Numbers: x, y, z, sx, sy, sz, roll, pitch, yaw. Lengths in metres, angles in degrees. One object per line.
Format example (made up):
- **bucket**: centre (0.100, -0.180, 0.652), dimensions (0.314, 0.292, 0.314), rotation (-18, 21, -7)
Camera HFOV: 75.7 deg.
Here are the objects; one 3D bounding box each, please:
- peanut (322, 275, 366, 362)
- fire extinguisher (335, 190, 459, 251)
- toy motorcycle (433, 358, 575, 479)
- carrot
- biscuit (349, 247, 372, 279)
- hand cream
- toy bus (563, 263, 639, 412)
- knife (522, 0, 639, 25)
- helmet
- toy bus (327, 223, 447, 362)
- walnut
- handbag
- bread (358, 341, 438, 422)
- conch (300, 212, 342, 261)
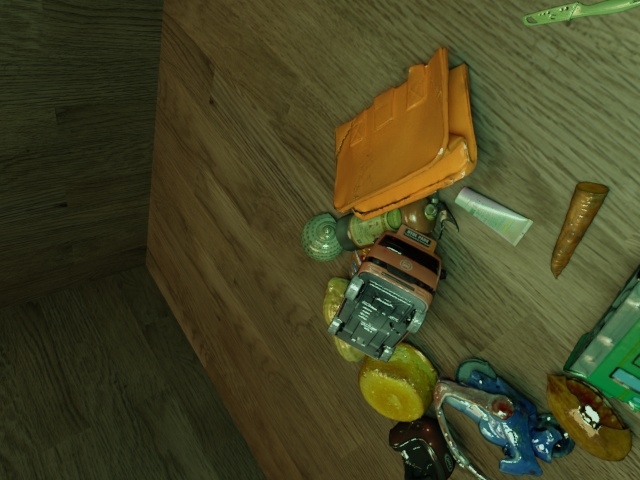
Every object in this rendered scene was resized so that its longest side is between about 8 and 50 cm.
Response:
- **peanut**: centre (0.091, 0.272, 1.420), dimensions (0.147, 0.147, 0.306), rotation (-13, 102, 52)
- **fire extinguisher**: centre (0.199, -0.083, 1.151), dimensions (0.375, 0.113, 0.201), rotation (-12, 96, 46)
- **toy motorcycle**: centre (0.443, 0.476, 1.059), dimensions (0.319, 0.182, 0.241), rotation (37, 104, 35)
- **carrot**: centre (0.524, -0.013, 0.863), dimensions (0.057, 0.057, 0.224), rotation (34, 134, 37)
- **biscuit**: centre (0.166, 0.061, 1.334), dimensions (0.183, 0.043, 0.280), rotation (52, 142, 17)
- **hand cream**: centre (0.408, -0.063, 0.985), dimensions (0.174, 0.047, 0.076), rotation (38, 132, 23)
- **toy bus**: centre (0.613, 0.144, 0.715), dimensions (0.199, 0.183, 0.344), rotation (35, 131, 29)
- **knife**: centre (0.477, -0.425, 0.759), dimensions (0.207, 0.014, 0.030), rotation (17, 120, 47)
- **helmet**: centre (0.316, 0.651, 1.281), dimensions (0.216, 0.193, 0.190), rotation (-4, 109, 59)
- **toy bus**: centre (0.174, 0.162, 1.140), dimensions (0.203, 0.233, 0.427), rotation (28, 146, 7)
- **walnut**: centre (0.588, 0.386, 0.916), dimensions (0.207, 0.115, 0.116), rotation (53, 139, 31)
- **handbag**: centre (0.187, -0.238, 1.035), dimensions (0.410, 0.116, 0.304), rotation (-23, 58, 52)
- **bread**: centre (0.243, 0.452, 1.307), dimensions (0.268, 0.145, 0.269), rotation (19, 126, 28)
- **conch**: centre (-0.007, 0.002, 1.435), dimensions (0.172, 0.131, 0.200), rotation (55, 139, 17)
